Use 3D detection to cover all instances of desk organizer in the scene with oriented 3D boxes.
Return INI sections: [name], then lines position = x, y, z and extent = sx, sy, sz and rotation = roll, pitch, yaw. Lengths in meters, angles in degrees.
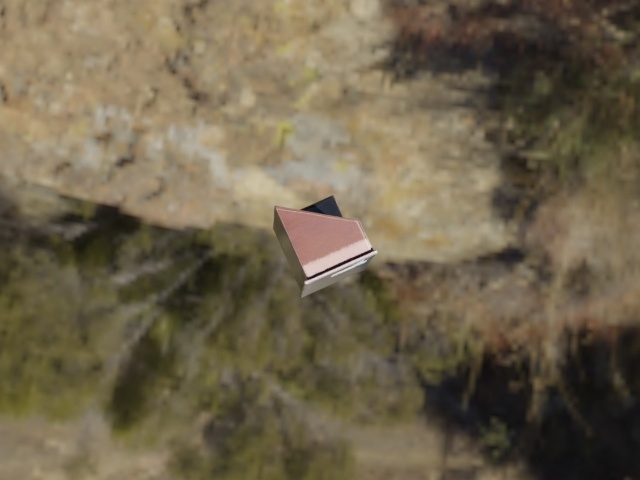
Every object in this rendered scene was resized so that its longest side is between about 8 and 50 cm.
[desk organizer]
position = 0.000, 0.000, 1.076
extent = 0.047, 0.050, 0.130
rotation = -24, 176, -4
